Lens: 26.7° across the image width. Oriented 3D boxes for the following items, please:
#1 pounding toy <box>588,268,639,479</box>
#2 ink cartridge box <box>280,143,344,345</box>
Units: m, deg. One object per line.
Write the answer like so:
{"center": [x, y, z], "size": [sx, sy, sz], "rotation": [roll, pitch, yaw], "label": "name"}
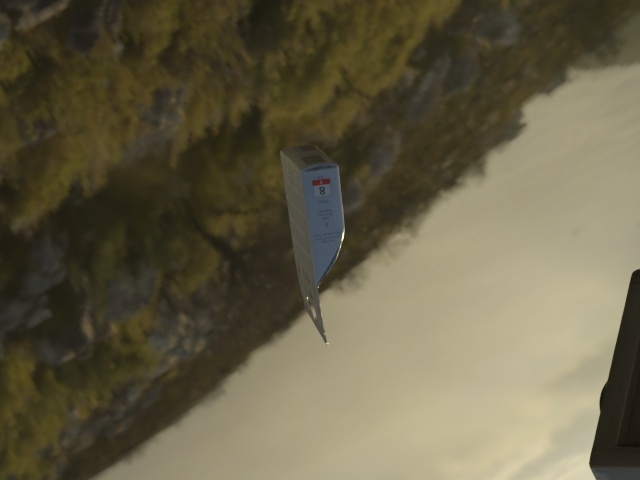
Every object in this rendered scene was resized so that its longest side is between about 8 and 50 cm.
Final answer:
{"center": [0.181, 0.076, 0.590], "size": [0.141, 0.100, 0.130], "rotation": [-5, -136, 31], "label": "pounding toy"}
{"center": [0.000, 0.000, 1.363], "size": [0.045, 0.179, 0.145], "rotation": [-12, -167, -7], "label": "ink cartridge box"}
